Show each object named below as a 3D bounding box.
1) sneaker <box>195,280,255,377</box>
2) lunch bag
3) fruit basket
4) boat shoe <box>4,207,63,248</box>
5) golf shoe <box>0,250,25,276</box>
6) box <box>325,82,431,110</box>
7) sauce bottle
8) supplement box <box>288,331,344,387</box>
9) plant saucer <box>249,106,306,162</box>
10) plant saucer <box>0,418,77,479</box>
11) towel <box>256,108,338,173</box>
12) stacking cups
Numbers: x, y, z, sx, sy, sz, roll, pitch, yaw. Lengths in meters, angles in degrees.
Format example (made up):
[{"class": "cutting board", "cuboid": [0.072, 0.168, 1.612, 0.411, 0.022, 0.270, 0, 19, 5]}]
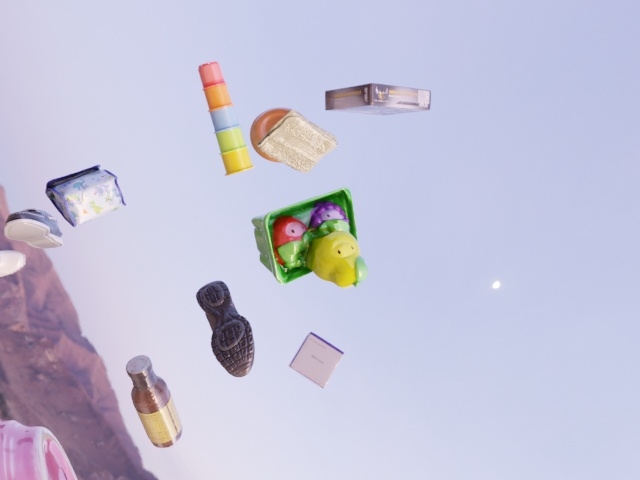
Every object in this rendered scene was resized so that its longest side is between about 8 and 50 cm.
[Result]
[{"class": "sneaker", "cuboid": [-0.227, 0.232, 1.261, 0.130, 0.108, 0.286, 77, -12, -46]}, {"class": "lunch bag", "cuboid": [-0.540, -0.111, 1.128, 0.151, 0.128, 0.096, 25, -48, 43]}, {"class": "fruit basket", "cuboid": [0.000, 0.000, 1.634, 0.392, 0.391, 0.283, 13, -61, 51]}, {"class": "boat shoe", "cuboid": [-0.832, -0.046, 1.433, 0.302, 0.114, 0.091, 142, -63, -70]}, {"class": "golf shoe", "cuboid": [-0.856, 0.058, 1.265, 0.086, 0.176, 0.069, 146, -67, -64]}, {"class": "box", "cuboid": [0.156, -0.380, 1.344, 0.183, 0.230, 0.056, 13, -75, 51]}, {"class": "sauce bottle", "cuboid": [-0.501, 0.483, 1.489, 0.111, 0.111, 0.345, 31, -43, 39]}, {"class": "supplement box", "cuboid": [-0.017, 0.340, 1.410, 0.111, 0.114, 0.220, 32, -13, 4]}, {"class": "plant saucer", "cuboid": [-0.126, -0.343, 1.572, 0.200, 0.199, 0.037, 52, -14, 14]}, {"class": "plant saucer", "cuboid": [-0.396, 0.402, 0.704, 0.332, 0.084, 0.332, 47, -30, 40]}, {"class": "towel", "cuboid": [-0.043, -0.189, 0.975, 0.110, 0.148, 0.027, -40, -128, 24]}, {"class": "stacking cups", "cuboid": [-0.286, -0.350, 1.440, 0.096, 0.096, 0.317, 1, -67, 55]}]
